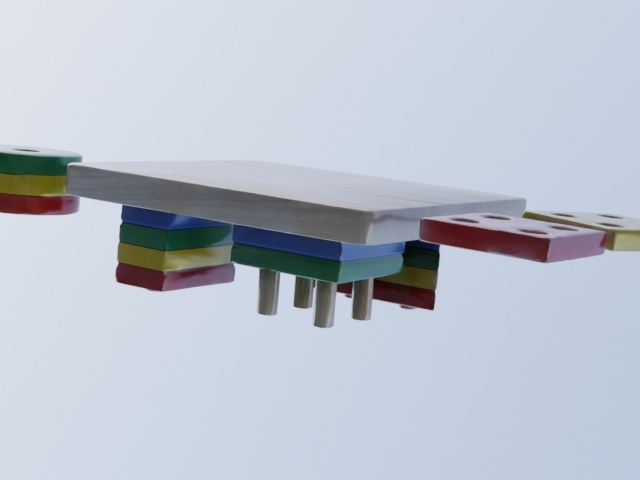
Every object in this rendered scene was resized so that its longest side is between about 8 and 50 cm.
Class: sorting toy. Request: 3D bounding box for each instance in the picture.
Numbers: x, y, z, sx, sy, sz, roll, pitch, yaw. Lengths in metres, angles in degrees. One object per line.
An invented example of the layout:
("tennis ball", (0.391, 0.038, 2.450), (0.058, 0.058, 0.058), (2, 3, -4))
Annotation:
("sorting toy", (0.000, 0.000, 0.539), (0.275, 0.132, 0.046), (9, -82, 31))
